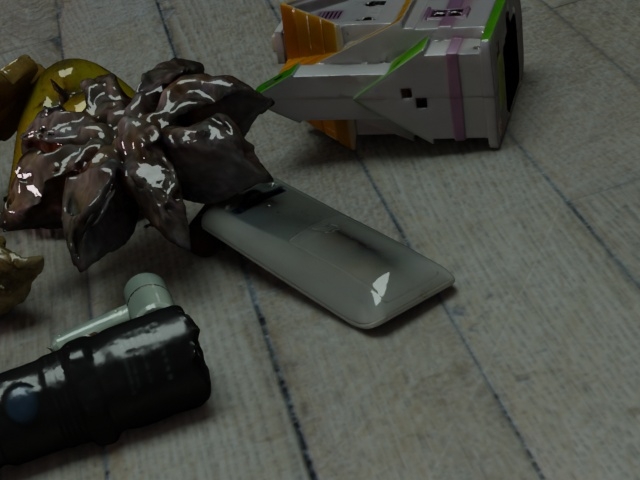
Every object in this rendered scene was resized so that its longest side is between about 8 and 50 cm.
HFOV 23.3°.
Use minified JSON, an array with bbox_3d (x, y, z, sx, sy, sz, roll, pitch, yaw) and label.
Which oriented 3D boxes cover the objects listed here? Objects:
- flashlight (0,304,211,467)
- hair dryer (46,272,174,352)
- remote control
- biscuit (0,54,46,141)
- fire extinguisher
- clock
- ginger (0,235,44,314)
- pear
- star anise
[{"bbox_3d":[-0.305,0.168,1.412,0.423,0.103,0.103,-19,26,-7],"label":"flashlight"},{"bbox_3d":[-0.213,0.088,1.583,0.137,0.047,0.082,-24,27,-4],"label":"hair dryer"},{"bbox_3d":[0.000,0.000,1.592,0.109,0.055,0.313,-28,36,-27],"label":"remote control"},{"bbox_3d":[-0.402,-0.168,1.928,0.166,0.036,0.225,-48,-4,17],"label":"biscuit"},{"bbox_3d":[-0.106,-0.038,1.768,0.064,0.043,0.158,23,36,7],"label":"fire extinguisher"},{"bbox_3d":[0.078,-0.213,1.881,0.309,0.166,0.235,1,30,16],"label":"clock"},{"bbox_3d":[-0.414,0.040,1.703,0.270,0.123,0.219,2,36,14],"label":"ginger"},{"bbox_3d":[-0.289,-0.137,1.920,0.266,0.178,0.267,-9,24,4],"label":"pear"},{"bbox_3d":[-0.201,-0.097,1.694,0.331,0.118,0.332,-8,46,8],"label":"star anise"}]
